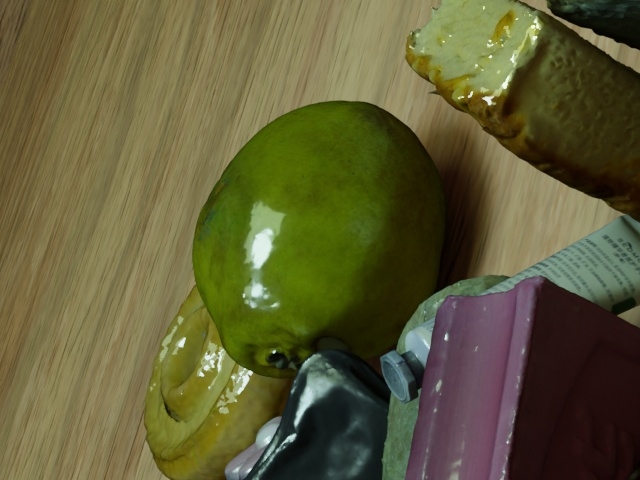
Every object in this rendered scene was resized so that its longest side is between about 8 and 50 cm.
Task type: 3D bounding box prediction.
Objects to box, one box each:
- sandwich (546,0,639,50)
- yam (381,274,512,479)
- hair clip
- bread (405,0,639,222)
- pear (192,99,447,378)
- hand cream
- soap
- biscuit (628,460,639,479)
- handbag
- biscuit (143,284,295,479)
[{"bbox_3d":[0.356,-0.207,1.253,0.325,0.262,0.131,-7,68,60],"label":"sandwich"},{"bbox_3d":[0.133,0.196,1.445,0.168,0.168,0.304,-34,41,47],"label":"yam"},{"bbox_3d":[-0.012,0.218,1.781,0.146,0.075,0.257,-47,22,-25],"label":"hair clip"},{"bbox_3d":[0.220,-0.101,1.400,0.114,0.275,0.185,-59,27,6],"label":"bread"},{"bbox_3d":[0.000,0.000,1.766,0.269,0.269,0.321,-25,35,53],"label":"pear"},{"bbox_3d":[0.176,0.057,1.403,0.095,0.276,0.059,51,156,37],"label":"hand cream"},{"bbox_3d":[0.176,0.233,1.254,0.128,0.233,0.359,-21,50,50],"label":"soap"},{"bbox_3d":[0.350,0.140,1.070,0.407,0.091,0.407,-46,16,17],"label":"biscuit"},{"bbox_3d":[0.008,0.266,1.625,0.332,0.192,0.075,-61,-15,8],"label":"handbag"},{"bbox_3d":[-0.121,0.150,2.024,0.296,0.102,0.296,-43,35,42],"label":"biscuit"}]
